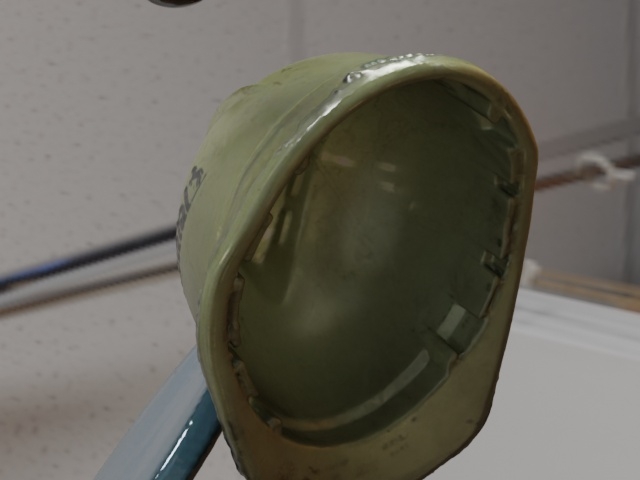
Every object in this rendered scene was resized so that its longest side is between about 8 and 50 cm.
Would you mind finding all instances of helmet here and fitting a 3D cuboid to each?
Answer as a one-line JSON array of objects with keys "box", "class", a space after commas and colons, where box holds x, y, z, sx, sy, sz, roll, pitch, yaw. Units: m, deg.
[{"box": [-0.002, 0.002, 0.894, 0.204, 0.137, 0.257, -14, -56, -33], "class": "helmet"}]

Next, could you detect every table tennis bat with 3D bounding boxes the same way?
[{"box": [-0.087, 0.106, 0.978, 0.044, 0.215, 0.329, 34, -100, -7], "class": "table tennis bat"}]

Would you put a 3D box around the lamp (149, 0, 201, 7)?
[{"box": [-0.114, -0.291, 1.188, 0.198, 0.198, 0.243, 20, -77, -47], "class": "lamp"}]
